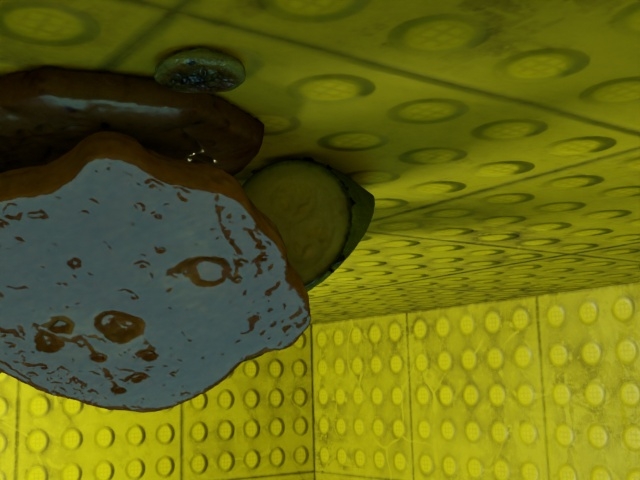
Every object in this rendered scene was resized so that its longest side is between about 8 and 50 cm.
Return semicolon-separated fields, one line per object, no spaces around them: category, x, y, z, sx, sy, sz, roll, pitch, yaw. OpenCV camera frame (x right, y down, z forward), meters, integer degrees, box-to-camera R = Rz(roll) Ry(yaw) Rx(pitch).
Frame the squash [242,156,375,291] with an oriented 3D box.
squash;0.000;0.000;1.141;0.189;0.189;0.260;-5;166;19

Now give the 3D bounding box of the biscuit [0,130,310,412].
biscuit;-0.218;0.049;0.928;0.365;0.062;0.385;-28;132;14

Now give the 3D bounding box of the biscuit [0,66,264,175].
biscuit;-0.238;-0.105;0.912;0.358;0.046;0.359;-1;171;0

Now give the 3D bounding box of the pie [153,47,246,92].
pie;-0.107;-0.148;0.745;0.084;0.021;0.084;-2;170;0

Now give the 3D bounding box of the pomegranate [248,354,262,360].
pomegranate;-0.194;0.096;1.583;0.340;0.261;0.260;29;-168;39
